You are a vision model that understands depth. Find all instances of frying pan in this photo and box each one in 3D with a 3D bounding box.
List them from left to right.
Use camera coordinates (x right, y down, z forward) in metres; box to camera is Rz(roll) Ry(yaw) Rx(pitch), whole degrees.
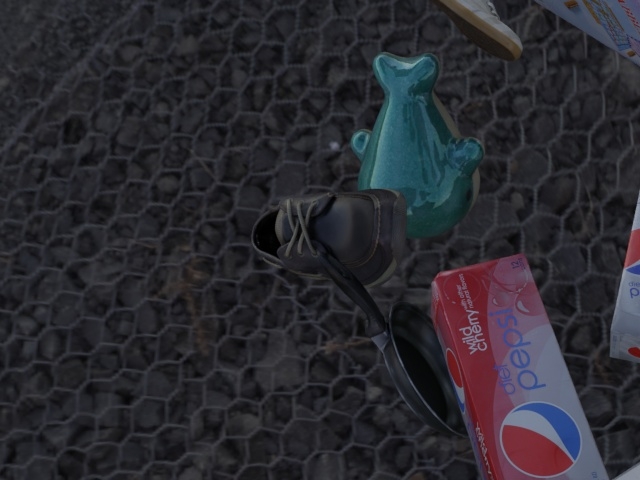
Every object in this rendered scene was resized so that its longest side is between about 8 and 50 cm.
[{"bbox_3d":[0.103,0.150,1.233,0.053,0.326,0.197,-35,53,23],"label":"frying pan"}]

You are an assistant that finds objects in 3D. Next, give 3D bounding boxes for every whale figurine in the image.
[{"bbox_3d":[0.124,-0.127,1.403,0.216,0.141,0.272,11,124,34],"label":"whale figurine"}]

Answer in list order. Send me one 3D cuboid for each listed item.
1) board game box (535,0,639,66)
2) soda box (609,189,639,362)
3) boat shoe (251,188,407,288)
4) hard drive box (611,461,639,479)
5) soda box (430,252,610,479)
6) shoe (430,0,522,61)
[{"bbox_3d":[0.235,-0.301,0.947,0.066,0.318,0.318,-44,38,8],"label":"board game box"},{"bbox_3d":[0.509,0.041,1.499,0.091,0.098,0.286,10,64,21],"label":"soda box"},{"bbox_3d":[0.000,0.000,1.341,0.130,0.355,0.133,5,81,-22],"label":"boat shoe"},{"bbox_3d":[0.250,0.199,0.591,0.232,0.181,0.089,-30,104,-6],"label":"hard drive box"},{"bbox_3d":[0.171,0.146,0.850,0.092,0.083,0.263,-13,57,-2],"label":"soda box"},{"bbox_3d":[0.194,-0.327,1.344,0.219,0.076,0.058,41,90,10],"label":"shoe"}]
